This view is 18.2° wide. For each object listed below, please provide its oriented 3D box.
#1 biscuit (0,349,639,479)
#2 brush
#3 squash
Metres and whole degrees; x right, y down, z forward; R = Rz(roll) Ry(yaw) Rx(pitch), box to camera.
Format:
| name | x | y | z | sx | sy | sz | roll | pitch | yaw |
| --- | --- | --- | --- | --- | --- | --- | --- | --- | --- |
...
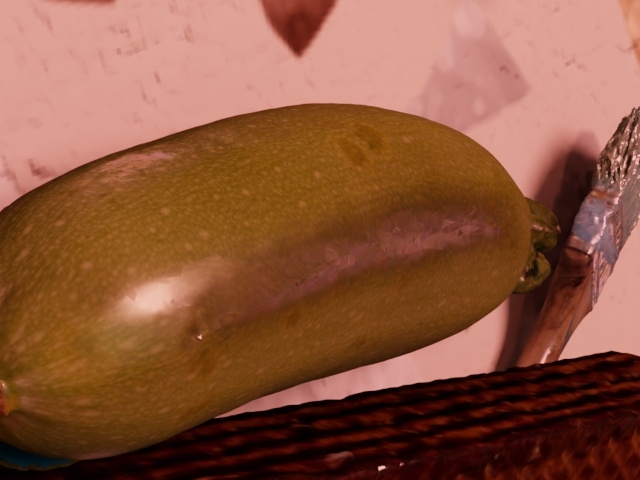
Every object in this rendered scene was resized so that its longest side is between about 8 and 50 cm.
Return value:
| name | x | y | z | sx | sy | sz | roll | pitch | yaw |
| --- | --- | --- | --- | --- | --- | --- | --- | --- | --- |
| biscuit | 0.007 | 0.110 | 0.656 | 0.388 | 0.073 | 0.107 | -5 | 106 | -46 |
| brush | 0.092 | 0.037 | 0.801 | 0.196 | 0.021 | 0.070 | -61 | 163 | -19 |
| squash | 0.000 | 0.000 | 0.646 | 0.341 | 0.094 | 0.094 | -13 | 101 | -57 |
